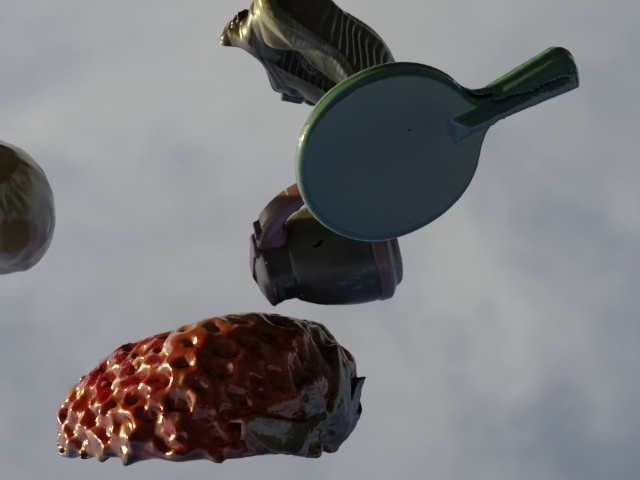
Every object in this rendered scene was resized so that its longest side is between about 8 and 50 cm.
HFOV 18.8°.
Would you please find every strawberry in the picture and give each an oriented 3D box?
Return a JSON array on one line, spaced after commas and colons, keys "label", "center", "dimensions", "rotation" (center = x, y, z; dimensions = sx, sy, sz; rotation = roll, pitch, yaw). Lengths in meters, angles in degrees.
[{"label": "strawberry", "center": [-0.125, 0.151, 1.984], "dimensions": [0.336, 0.149, 0.265], "rotation": [-5, 178, 30]}]

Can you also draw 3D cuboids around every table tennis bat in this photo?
[{"label": "table tennis bat", "center": [0.078, -0.072, 1.260], "dimensions": [0.201, 0.124, 0.033], "rotation": [-27, -147, -5]}]

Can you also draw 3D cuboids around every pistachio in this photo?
[{"label": "pistachio", "center": [-0.331, -0.033, 1.908], "dimensions": [0.136, 0.226, 0.136], "rotation": [-3, -111, 8]}]

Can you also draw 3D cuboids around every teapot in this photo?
[{"label": "teapot", "center": [0.002, 0.010, 1.892], "dimensions": [0.146, 0.148, 0.116], "rotation": [-13, -105, -4]}]

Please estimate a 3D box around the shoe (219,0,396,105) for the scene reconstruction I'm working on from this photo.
[{"label": "shoe", "center": [-0.009, -0.191, 2.060], "dimensions": [0.112, 0.227, 0.099], "rotation": [-22, -140, 36]}]
